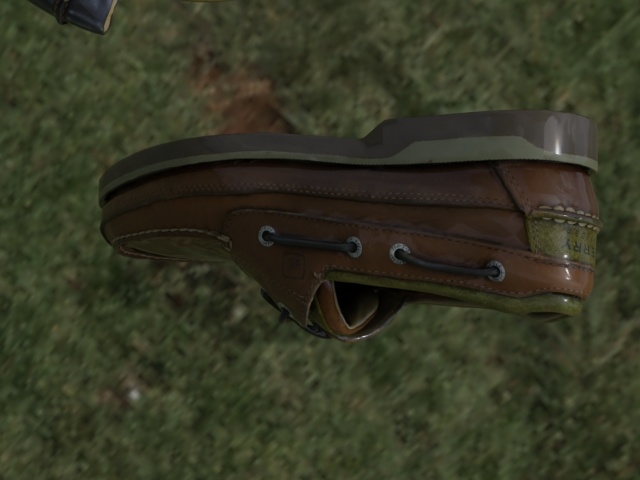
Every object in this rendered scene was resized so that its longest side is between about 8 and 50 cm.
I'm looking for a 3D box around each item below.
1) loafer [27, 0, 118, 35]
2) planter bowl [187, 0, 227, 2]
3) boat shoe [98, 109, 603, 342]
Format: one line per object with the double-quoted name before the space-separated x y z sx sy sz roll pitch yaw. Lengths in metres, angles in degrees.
"loafer" -0.048 -0.141 0.651 0.061 0.062 0.170 41 78 7
"planter bowl" -0.093 -0.280 1.309 0.217 0.217 0.090 27 49 -14
"boat shoe" 0.000 0.000 0.958 0.111 0.307 0.104 9 79 -51
